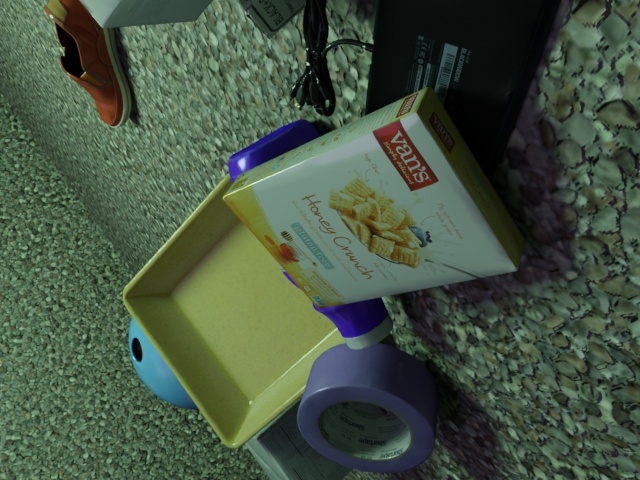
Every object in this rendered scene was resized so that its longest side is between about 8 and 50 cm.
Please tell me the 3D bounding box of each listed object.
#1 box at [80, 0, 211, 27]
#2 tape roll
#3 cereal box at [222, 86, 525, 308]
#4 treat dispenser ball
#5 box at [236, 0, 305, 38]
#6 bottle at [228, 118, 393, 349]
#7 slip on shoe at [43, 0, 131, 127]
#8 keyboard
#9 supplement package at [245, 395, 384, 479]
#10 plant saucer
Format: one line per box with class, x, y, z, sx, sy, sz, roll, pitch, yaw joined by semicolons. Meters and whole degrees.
box;-0.179;-0.291;0.582;0.091;0.170;0.130;-39;94;28
tape roll;0.067;0.234;0.828;0.189;0.080;0.189;8;127;10
cereal box;0.042;-0.022;0.561;0.240;0.047;0.173;-17;121;42
treat dispenser ball;-0.234;0.189;1.192;0.288;0.288;0.288;42;153;27
box;-0.113;-0.320;0.473;0.290;0.087;0.169;54;-171;6
bottle;0.000;0.000;0.725;0.092;0.118;0.283;-1;122;61
slip on shoe;-0.441;-0.335;1.134;0.123;0.101;0.331;45;156;17
keyboard;0.065;-0.150;0.471;0.201;0.033;0.317;23;146;14
supplement package;-0.013;0.355;1.100;0.149;0.203;0.194;54;157;2
plant saucer;-0.121;0.111;0.968;0.333;0.081;0.333;-44;78;21
